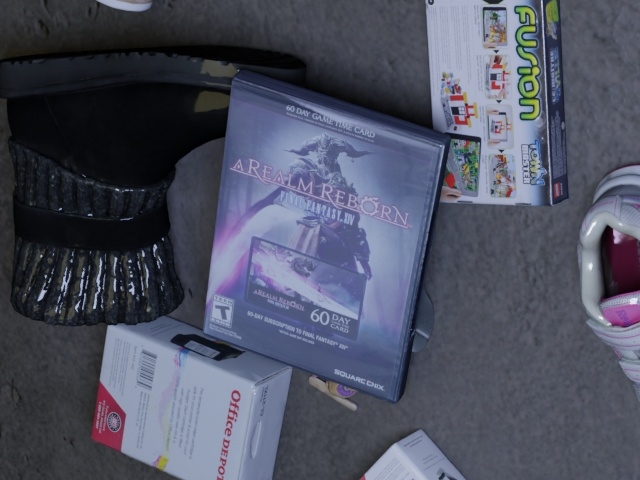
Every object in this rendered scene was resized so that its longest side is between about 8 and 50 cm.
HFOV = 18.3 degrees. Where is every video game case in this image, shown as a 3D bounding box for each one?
[{"bbox_3d":[0.000,0.000,1.740,0.196,0.026,0.274,19,125,15],"label":"video game case"}]

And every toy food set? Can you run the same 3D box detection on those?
[{"bbox_3d":[0.014,0.105,1.827,0.078,0.019,0.122,30,135,22],"label":"toy food set"}]

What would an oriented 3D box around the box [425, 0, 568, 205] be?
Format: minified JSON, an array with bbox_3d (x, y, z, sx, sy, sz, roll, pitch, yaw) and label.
[{"bbox_3d":[0.150,-0.134,1.701,0.114,0.036,0.207,3,103,31],"label":"box"}]

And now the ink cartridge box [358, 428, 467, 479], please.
[{"bbox_3d":[0.096,0.257,1.815,0.135,0.056,0.099,49,121,13],"label":"ink cartridge box"}]

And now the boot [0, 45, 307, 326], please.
[{"bbox_3d":[-0.153,-0.049,1.851,0.348,0.131,0.260,1,100,36],"label":"boot"}]

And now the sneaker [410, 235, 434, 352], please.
[{"bbox_3d":[0.066,0.024,1.781,0.061,0.053,0.152,11,108,32],"label":"sneaker"}]

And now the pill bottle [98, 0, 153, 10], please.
[{"bbox_3d":[-0.174,-0.279,1.845,0.067,0.067,0.120,28,115,23],"label":"pill bottle"}]

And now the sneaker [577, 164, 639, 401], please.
[{"bbox_3d":[0.270,0.068,1.632,0.103,0.111,0.252,-24,89,33],"label":"sneaker"}]

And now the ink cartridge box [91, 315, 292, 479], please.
[{"bbox_3d":[-0.125,0.158,1.916,0.175,0.072,0.127,20,111,26],"label":"ink cartridge box"}]
